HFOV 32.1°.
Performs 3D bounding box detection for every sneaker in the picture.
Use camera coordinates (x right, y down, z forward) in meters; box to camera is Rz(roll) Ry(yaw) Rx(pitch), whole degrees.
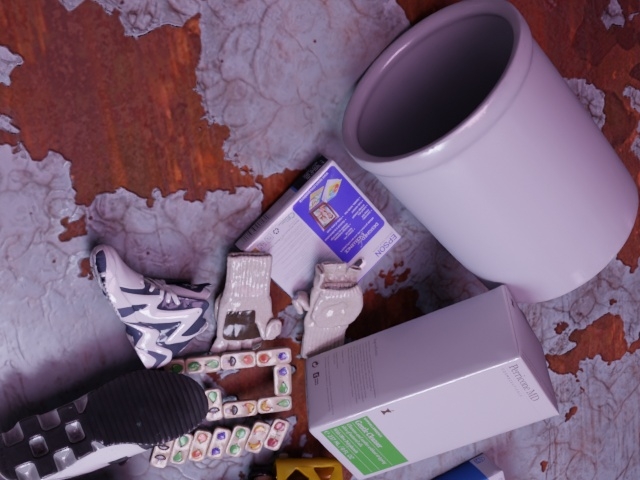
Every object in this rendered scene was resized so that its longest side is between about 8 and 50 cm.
[{"bbox_3d":[-0.247,0.077,1.712,0.153,0.094,0.235,-30,118,-14],"label":"sneaker"},{"bbox_3d":[-0.339,0.293,1.730,0.330,0.146,0.123,-14,74,-17],"label":"sneaker"}]

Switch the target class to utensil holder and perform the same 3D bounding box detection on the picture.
[{"bbox_3d":[0.277,-0.131,1.749,0.328,0.327,0.385,-49,121,-2],"label":"utensil holder"}]

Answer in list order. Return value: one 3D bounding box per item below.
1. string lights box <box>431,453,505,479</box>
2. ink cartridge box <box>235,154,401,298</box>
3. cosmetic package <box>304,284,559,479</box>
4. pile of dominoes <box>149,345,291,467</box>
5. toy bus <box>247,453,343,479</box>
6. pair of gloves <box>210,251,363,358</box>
[{"bbox_3d":[0.229,0.524,2.094,0.259,0.077,0.133,-23,116,-16],"label":"string lights box"},{"bbox_3d":[0.000,0.000,1.823,0.206,0.045,0.208,-46,122,-3],"label":"ink cartridge box"},{"bbox_3d":[0.178,0.237,1.821,0.365,0.155,0.197,-22,134,19],"label":"cosmetic package"},{"bbox_3d":[-0.165,0.281,1.822,0.251,0.040,0.196,-6,111,-10],"label":"pile of dominoes"},{"bbox_3d":[-0.056,0.421,1.911,0.191,0.104,0.202,-25,142,28],"label":"toy bus"},{"bbox_3d":[-0.051,0.115,1.806,0.240,0.042,0.204,7,124,-16],"label":"pair of gloves"}]
